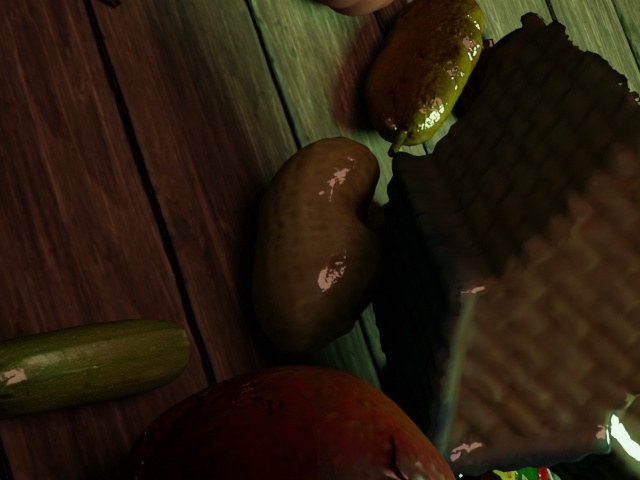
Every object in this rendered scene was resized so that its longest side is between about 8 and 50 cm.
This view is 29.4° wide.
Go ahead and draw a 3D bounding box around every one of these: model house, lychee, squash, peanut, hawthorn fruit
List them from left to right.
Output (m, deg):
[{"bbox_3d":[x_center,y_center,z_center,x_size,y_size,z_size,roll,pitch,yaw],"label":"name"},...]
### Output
[{"bbox_3d":[-0.200,0.106,1.035,0.239,0.069,0.069,-5,74,-50],"label":"squash"},{"bbox_3d":[-0.021,0.241,0.980,0.316,0.316,0.316,26,52,-38],"label":"hawthorn fruit"},{"bbox_3d":[0.000,0.000,1.269,0.122,0.137,0.253,85,6,-61],"label":"peanut"},{"bbox_3d":[0.241,-0.210,1.672,0.123,0.123,0.129,-11,111,-51],"label":"lychee"},{"bbox_3d":[0.254,0.077,1.236,0.445,0.400,0.395,40,11,-24],"label":"model house"}]

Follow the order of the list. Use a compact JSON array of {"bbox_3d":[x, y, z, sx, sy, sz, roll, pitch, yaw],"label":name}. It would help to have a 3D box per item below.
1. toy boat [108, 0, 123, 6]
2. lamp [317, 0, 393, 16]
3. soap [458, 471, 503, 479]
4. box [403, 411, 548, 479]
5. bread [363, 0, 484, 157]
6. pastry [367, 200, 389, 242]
[{"bbox_3d":[-0.224,-0.300,1.272,0.063,0.016,0.115,31,50,-34],"label":"toy boat"},{"bbox_3d":[0.037,-0.368,1.507,0.182,0.140,0.182,28,47,-34],"label":"lamp"},{"bbox_3d":[0.136,0.426,1.190,0.233,0.128,0.359,51,40,-14],"label":"soap"},{"bbox_3d":[0.184,0.239,1.422,0.235,0.034,0.132,28,50,-37],"label":"box"},{"bbox_3d":[0.130,-0.207,1.558,0.344,0.124,0.084,-66,158,-44],"label":"bread"},{"bbox_3d":[0.118,0.015,1.433,0.153,0.081,0.153,24,52,-34],"label":"pastry"}]
